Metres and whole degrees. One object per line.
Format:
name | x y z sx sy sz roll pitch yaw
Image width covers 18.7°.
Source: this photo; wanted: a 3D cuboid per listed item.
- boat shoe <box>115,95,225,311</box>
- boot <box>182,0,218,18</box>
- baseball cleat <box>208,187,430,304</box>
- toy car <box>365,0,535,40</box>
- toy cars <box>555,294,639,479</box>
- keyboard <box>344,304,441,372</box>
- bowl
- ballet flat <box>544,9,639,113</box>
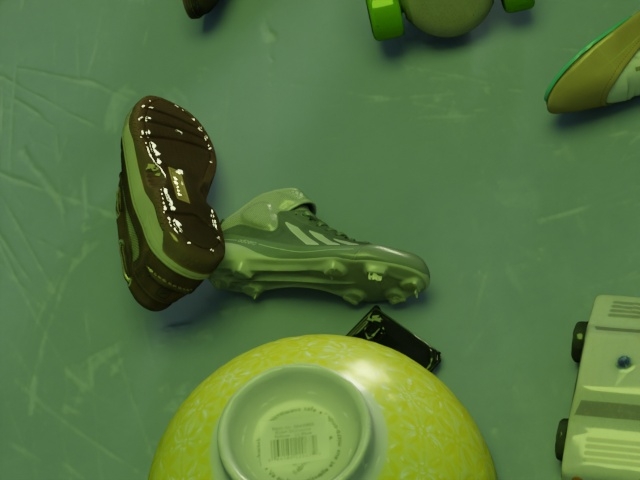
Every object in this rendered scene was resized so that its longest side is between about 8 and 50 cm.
boat shoe | -0.151 -0.034 1.742 0.095 0.095 0.257 -52 24 25
boot | -0.064 -0.306 1.930 0.106 0.082 0.219 4 53 21
baseball cleat | 0.000 0.000 1.689 0.205 0.072 0.109 3 55 16
toy car | 0.109 -0.288 1.868 0.155 0.149 0.188 -12 23 1
toy cars | 0.324 0.051 1.554 0.393 0.087 0.176 -36 53 -12
keyboard | 0.007 0.132 1.622 0.108 0.023 0.180 35 68 26
bowl | -0.010 0.179 1.487 0.289 0.156 0.289 -5 57 7
ballet flat | 0.302 -0.178 1.742 0.232 0.080 0.073 -42 70 -15
